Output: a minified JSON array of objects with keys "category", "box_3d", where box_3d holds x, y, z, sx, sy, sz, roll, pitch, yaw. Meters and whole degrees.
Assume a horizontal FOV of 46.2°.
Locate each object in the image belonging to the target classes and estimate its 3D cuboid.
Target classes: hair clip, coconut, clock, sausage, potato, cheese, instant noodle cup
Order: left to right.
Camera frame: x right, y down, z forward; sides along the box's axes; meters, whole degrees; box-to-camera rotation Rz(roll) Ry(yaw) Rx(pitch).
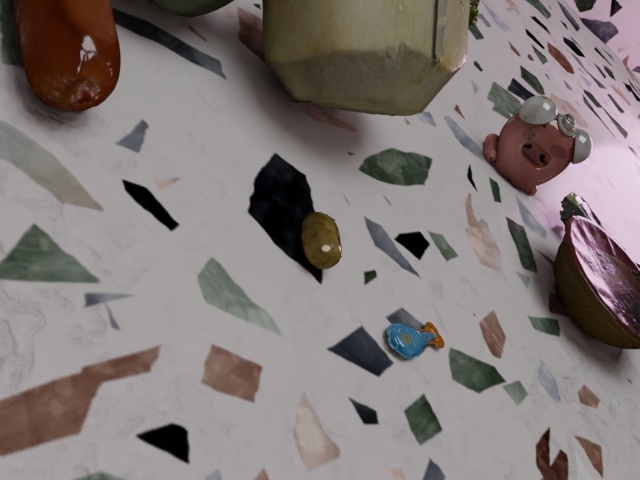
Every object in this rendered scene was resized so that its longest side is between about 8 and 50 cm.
[{"category":"sausage","box_3d":[-0.277,-0.269,0.799,0.094,0.097,0.348,25,36,-49]},{"category":"potato","box_3d":[0.000,0.000,0.883,0.051,0.040,0.083,21,39,-20]},{"category":"coconut","box_3d":[0.065,-0.326,1.034,0.323,0.323,0.323,29,38,-26]},{"category":"cheese","box_3d":[0.116,0.119,0.913,0.111,0.017,0.047,0,59,-48]},{"category":"clock","box_3d":[0.415,-0.179,1.426,0.166,0.162,0.093,37,37,-15]},{"category":"instant noodle cup","box_3d":[0.476,0.090,1.281,0.274,0.091,0.274,29,38,-26]},{"category":"hair clip","box_3d":[0.572,0.047,1.442,0.321,0.091,0.138,46,28,13]}]

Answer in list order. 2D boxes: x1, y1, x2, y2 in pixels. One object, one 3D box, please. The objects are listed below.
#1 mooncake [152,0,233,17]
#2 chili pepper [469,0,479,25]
[{"category":"mooncake","box_3d":[-0.197,-0.400,0.927,0.275,0.135,0.275,56,9,-13]},{"category":"chili pepper","box_3d":[0.378,-0.620,1.918,0.072,0.073,0.204,46,40,-35]}]
